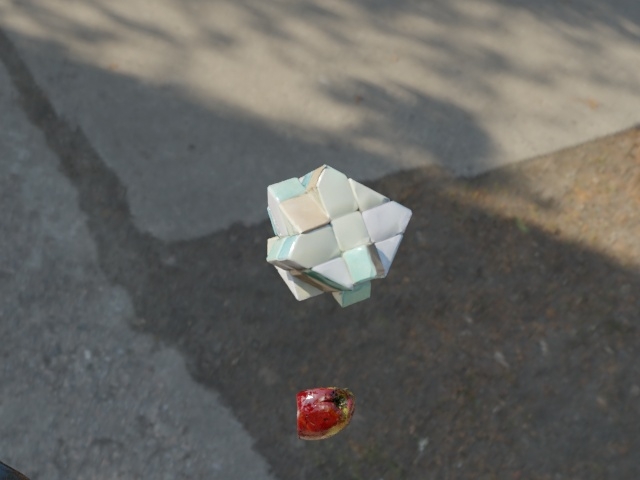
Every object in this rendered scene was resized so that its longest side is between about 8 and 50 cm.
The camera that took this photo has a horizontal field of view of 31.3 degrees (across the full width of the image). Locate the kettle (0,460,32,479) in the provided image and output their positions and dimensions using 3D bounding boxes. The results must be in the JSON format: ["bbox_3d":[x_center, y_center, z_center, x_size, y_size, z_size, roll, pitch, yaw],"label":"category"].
[{"bbox_3d":[-0.343,0.263,0.772,0.251,0.207,0.271,23,61,-7],"label":"kettle"}]

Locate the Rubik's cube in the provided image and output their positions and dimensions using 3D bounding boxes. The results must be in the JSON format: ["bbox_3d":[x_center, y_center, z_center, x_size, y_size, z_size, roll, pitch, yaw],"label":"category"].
[{"bbox_3d":[0.001,0.001,0.681,0.084,0.075,0.073,22,78,0],"label":"Rubik's cube"}]

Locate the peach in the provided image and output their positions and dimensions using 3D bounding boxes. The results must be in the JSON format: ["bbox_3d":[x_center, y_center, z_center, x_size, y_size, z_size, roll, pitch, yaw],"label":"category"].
[{"bbox_3d":[-0.003,0.191,1.240,0.077,0.083,0.050,14,64,-39],"label":"peach"}]
